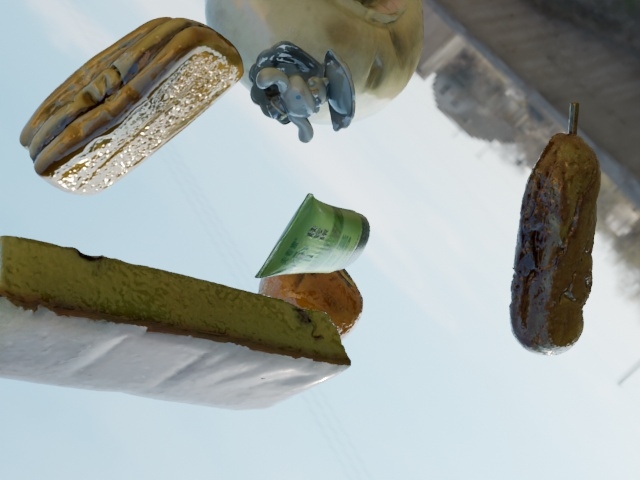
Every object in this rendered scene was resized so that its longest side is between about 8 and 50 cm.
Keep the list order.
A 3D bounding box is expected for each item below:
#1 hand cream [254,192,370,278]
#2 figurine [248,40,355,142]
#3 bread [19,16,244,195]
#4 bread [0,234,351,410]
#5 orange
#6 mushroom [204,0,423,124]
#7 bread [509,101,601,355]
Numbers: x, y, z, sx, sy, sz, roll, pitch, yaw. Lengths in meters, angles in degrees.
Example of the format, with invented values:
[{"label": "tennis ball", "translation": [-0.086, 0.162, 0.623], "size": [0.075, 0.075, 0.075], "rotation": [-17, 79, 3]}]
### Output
[{"label": "hand cream", "translation": [0.000, 0.000, 1.026], "size": [0.046, 0.095, 0.175], "rotation": [38, -168, 18]}, {"label": "figurine", "translation": [-0.018, -0.132, 0.941], "size": [0.082, 0.086, 0.094], "rotation": [-118, 21, -52]}, {"label": "bread", "translation": [-0.164, -0.120, 0.896], "size": [0.077, 0.200, 0.116], "rotation": [56, -169, 21]}, {"label": "bread", "translation": [-0.152, 0.086, 0.933], "size": [0.361, 0.138, 0.077], "rotation": [16, -128, -39]}, {"label": "orange", "translation": [-0.017, 0.074, 1.280], "size": [0.135, 0.118, 0.135], "rotation": [54, -169, -16]}, {"label": "mushroom", "translation": [-0.010, -0.346, 1.403], "size": [0.325, 0.353, 0.353], "rotation": [26, -173, 17]}, {"label": "bread", "translation": [0.317, -0.009, 1.364], "size": [0.084, 0.343, 0.124], "rotation": [16, -164, 38]}]
